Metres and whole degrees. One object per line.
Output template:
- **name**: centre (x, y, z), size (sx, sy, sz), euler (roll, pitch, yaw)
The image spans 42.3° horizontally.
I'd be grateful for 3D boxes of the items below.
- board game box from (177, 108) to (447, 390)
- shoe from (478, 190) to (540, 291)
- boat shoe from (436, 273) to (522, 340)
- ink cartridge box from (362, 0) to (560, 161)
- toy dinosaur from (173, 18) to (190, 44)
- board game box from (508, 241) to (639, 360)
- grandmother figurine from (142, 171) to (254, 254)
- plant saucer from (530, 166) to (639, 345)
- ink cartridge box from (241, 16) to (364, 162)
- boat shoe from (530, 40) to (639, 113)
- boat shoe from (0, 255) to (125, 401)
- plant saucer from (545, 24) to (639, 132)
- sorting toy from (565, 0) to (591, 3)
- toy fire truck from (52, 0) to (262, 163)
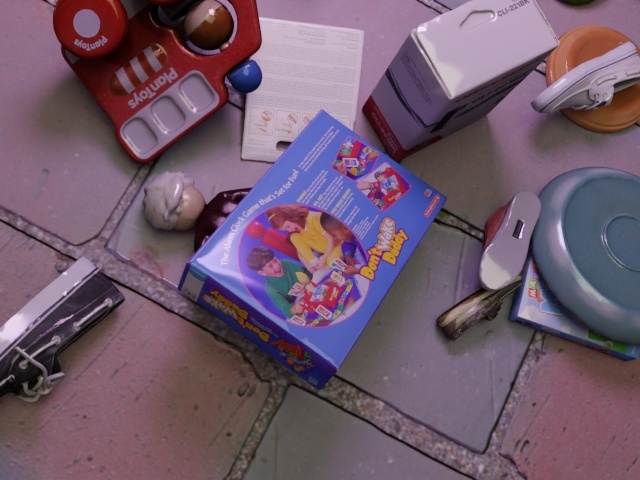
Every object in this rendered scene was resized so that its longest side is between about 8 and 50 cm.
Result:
- **board game box**: centre (0.000, 0.000, 1.154), size (0.233, 0.078, 0.347), euler (36, 54, 2)
- **shoe**: centre (0.285, 0.008, 1.298), size (0.063, 0.081, 0.178), euler (29, 70, -3)
- **boat shoe**: centre (0.253, 0.103, 1.287), size (0.152, 0.056, 0.049), euler (-29, 89, -7)
- **ink cartridge box**: centre (0.200, -0.245, 1.243), size (0.197, 0.273, 0.114), euler (-28, 83, -16)
- **toy dinosaur**: centre (-0.204, -0.355, 1.313), size (0.090, 0.047, 0.082), euler (10, 56, 2)
- **board game box**: centre (0.421, 0.084, 1.330), size (0.211, 0.039, 0.160), euler (19, 73, -6)
- **grandmother figurine**: centre (-0.106, 0.001, 1.219), size (0.342, 0.104, 0.208), euler (26, 45, -1)
- **plant saucer**: centre (0.488, 0.011, 1.323), size (0.317, 0.044, 0.318), euler (7, 63, -14)
- **ink cartridge box**: centre (-0.031, -0.233, 1.322), size (0.180, 0.056, 0.225), euler (5, 94, -10)
- **boat shoe**: centre (0.449, -0.253, 1.355), size (0.226, 0.083, 0.076), euler (-31, 83, -17)
- **boat shoe**: centre (-0.391, 0.159, 1.113), size (0.105, 0.113, 0.306), euler (44, 57, -5)
- **plant saucer**: centre (0.490, -0.286, 1.436), size (0.199, 0.037, 0.200), euler (3, 76, -10)
- **sorting toy**: centre (0.450, -0.462, 1.402), size (0.365, 0.126, 0.127), euler (-6, 110, -13)
- **toy fire truck**: centre (-0.217, -0.290, 1.207), size (0.302, 0.169, 0.254), euler (-34, 101, 7)
